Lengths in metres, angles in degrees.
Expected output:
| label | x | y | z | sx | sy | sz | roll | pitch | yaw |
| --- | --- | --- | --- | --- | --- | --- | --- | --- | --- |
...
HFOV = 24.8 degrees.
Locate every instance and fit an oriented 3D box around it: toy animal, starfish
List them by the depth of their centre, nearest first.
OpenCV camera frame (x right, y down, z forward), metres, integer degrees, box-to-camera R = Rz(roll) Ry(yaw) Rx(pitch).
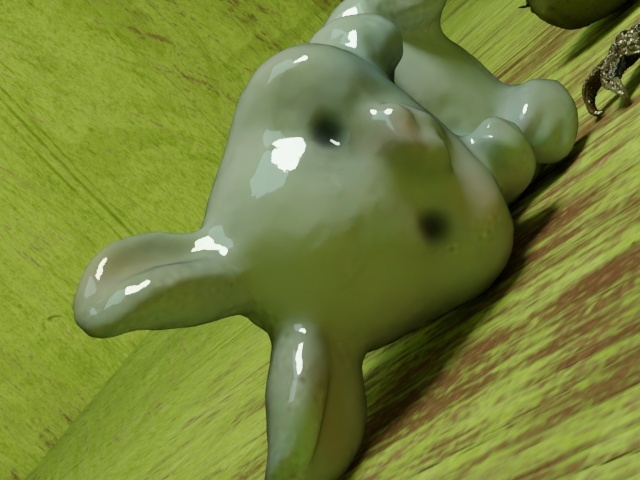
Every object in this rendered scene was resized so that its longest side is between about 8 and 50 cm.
| label | x | y | z | sx | sy | sz | roll | pitch | yaw |
| --- | --- | --- | --- | --- | --- | --- | --- | --- | --- |
| toy animal | 0.006 | -0.008 | 0.927 | 0.241 | 0.196 | 0.368 | -51 | 2 | 35 |
| starfish | 0.210 | -0.121 | 0.989 | 0.078 | 0.028 | 0.091 | -38 | 15 | 40 |

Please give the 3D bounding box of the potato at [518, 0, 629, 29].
| label | x | y | z | sx | sy | sz | roll | pitch | yaw |
| --- | --- | --- | --- | --- | --- | --- | --- | --- | --- |
| potato | 0.262 | -0.282 | 1.229 | 0.251 | 0.113 | 0.149 | -43 | 11 | 17 |
